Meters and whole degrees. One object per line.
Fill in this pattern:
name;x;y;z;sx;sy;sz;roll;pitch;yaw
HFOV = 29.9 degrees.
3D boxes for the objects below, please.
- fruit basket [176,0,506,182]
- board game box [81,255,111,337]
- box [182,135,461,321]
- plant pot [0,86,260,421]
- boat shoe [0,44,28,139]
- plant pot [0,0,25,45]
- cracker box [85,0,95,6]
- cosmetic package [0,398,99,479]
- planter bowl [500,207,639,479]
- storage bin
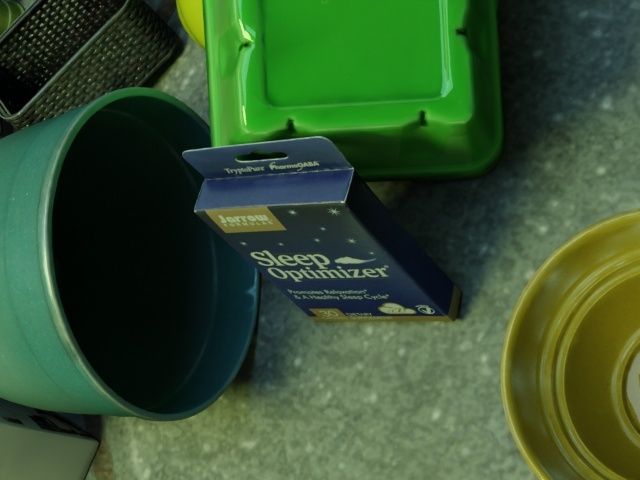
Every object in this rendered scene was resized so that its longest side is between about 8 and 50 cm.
fruit basket;0.004;-0.227;1.001;0.283;0.392;0.392;-3;69;2
board game box;-0.257;0.019;1.208;0.145;0.027;0.281;3;76;33
box;0.000;0.000;0.920;0.136;0.225;0.036;-3;57;33
plant pot;-0.232;0.023;1.036;0.255;0.271;0.272;-7;70;31
boat shoe;-0.363;-0.109;1.281;0.095;0.079;0.255;-21;61;39
plant pot;-0.393;-0.250;1.360;0.083;0.079;0.083;-11;68;31
cracker box;-0.216;-0.389;1.299;0.155;0.067;0.232;-17;66;27
cosmetic package;-0.317;0.168;1.063;0.099;0.239;0.060;20;86;36
planter bowl;0.239;0.092;0.813;0.217;0.090;0.217;-11;68;30
storage bin;-0.250;-0.188;1.221;0.180;0.084;0.122;-44;48;1
